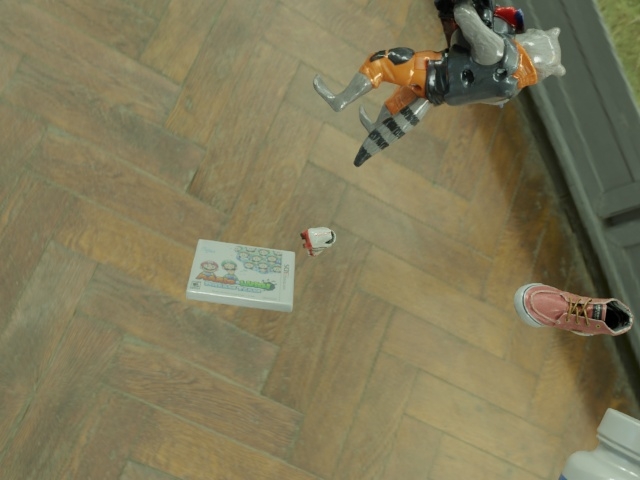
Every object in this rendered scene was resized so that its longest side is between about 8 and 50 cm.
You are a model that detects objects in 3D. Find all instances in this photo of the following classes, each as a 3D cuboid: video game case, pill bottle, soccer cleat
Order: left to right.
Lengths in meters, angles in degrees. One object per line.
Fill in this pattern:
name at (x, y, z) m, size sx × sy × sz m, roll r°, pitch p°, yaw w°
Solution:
video game case at (-0.118, 0.052, 1.161) m, size 0.157 × 0.019 × 0.143 m, roll 8°, pitch 32°, yaw -5°
soccer cleat at (0.000, 0.000, 0.825) m, size 0.036 × 0.083 × 0.029 m, roll -11°, pitch 82°, yaw 4°
pill bottle at (0.283, 0.286, 0.744) m, size 0.124 × 0.124 × 0.221 m, roll 25°, pitch 89°, yaw -14°

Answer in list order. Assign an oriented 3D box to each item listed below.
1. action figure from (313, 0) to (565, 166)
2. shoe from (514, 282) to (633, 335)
action figure at (0.201, -0.222, 1.131) m, size 0.341 × 0.330 × 0.178 m, roll 35°, pitch 43°, yaw -57°
shoe at (0.363, 0.098, 1.081) m, size 0.178 × 0.081 × 0.063 m, roll 17°, pitch 72°, yaw -31°
